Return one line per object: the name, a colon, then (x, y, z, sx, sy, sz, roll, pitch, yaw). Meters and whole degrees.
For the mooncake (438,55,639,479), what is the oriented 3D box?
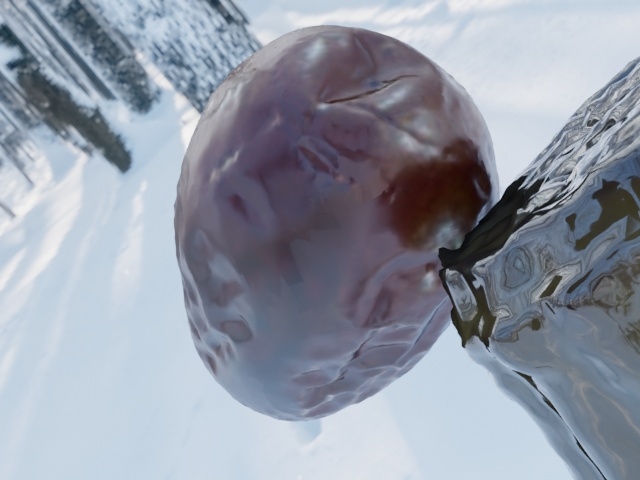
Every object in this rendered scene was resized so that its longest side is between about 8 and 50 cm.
mooncake: (0.218, -0.013, 0.496, 0.324, 0.187, 0.324, -41, 1, 1)

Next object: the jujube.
jujube: (0.000, 0.000, 0.707, 0.223, 0.223, 0.318, -55, -11, -41)
